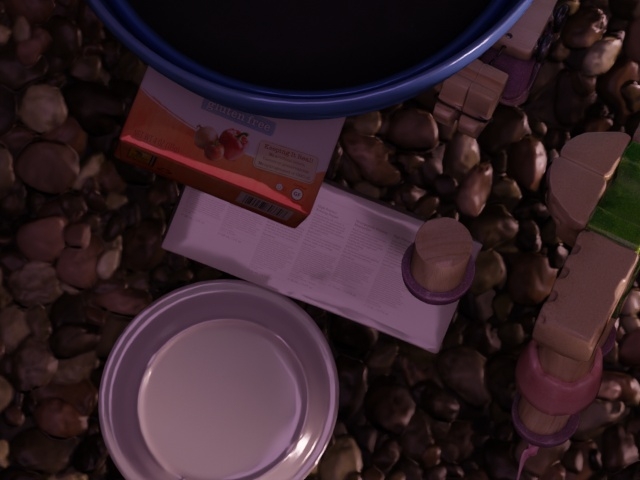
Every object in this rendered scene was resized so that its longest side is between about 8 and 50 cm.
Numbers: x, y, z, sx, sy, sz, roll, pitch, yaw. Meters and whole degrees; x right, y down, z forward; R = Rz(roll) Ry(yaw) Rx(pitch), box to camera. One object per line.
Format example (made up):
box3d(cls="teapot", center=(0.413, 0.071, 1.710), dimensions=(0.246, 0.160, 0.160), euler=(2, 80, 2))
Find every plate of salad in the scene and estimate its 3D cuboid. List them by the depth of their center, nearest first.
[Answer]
box3d(cls="plate of salad", center=(-0.083, 0.128, 1.475), dimensions=(0.199, 0.048, 0.200), euler=(-2, 99, -14))

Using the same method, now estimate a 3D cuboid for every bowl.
box3d(cls="bowl", center=(-0.008, -0.274, 1.333), dimensions=(0.391, 0.077, 0.391), euler=(0, 76, 0))

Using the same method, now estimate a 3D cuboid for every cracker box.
box3d(cls="cracker box", center=(-0.045, -0.146, 1.390), dimensions=(0.155, 0.067, 0.232), euler=(21, 77, -7))

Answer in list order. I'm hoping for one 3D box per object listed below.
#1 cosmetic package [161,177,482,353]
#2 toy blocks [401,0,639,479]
box3d(cls="cosmetic package", center=(0.000, 0.000, 1.453), dimensions=(0.239, 0.060, 0.099), euler=(22, 98, -7))
box3d(cls="toy blocks", center=(0.210, 0.017, 1.409), dimensions=(0.309, 0.260, 0.289), euler=(25, 66, 10))
